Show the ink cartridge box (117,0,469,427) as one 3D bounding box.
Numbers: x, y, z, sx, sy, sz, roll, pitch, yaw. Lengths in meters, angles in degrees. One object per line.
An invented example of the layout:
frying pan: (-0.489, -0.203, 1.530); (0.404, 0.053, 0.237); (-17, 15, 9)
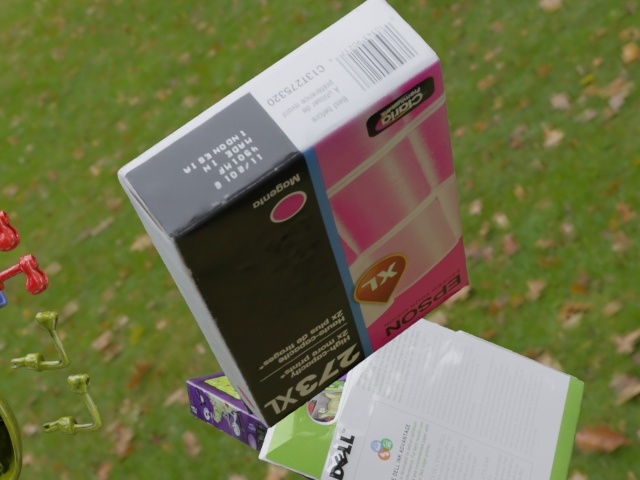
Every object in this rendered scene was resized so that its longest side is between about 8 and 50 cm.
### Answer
ink cartridge box: (0.003, 0.014, 0.931); (0.175, 0.069, 0.371); (-35, -25, -9)

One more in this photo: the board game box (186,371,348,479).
board game box: (0.020, 0.185, 1.588); (0.208, 0.056, 0.347); (-15, 15, -27)

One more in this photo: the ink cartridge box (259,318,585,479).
ink cartridge box: (0.080, 0.169, 1.259); (0.097, 0.255, 0.189); (121, 170, -56)

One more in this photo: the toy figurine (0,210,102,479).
toy figurine: (-0.350, 0.055, 1.506); (0.191, 0.362, 0.217); (-28, 5, 5)
